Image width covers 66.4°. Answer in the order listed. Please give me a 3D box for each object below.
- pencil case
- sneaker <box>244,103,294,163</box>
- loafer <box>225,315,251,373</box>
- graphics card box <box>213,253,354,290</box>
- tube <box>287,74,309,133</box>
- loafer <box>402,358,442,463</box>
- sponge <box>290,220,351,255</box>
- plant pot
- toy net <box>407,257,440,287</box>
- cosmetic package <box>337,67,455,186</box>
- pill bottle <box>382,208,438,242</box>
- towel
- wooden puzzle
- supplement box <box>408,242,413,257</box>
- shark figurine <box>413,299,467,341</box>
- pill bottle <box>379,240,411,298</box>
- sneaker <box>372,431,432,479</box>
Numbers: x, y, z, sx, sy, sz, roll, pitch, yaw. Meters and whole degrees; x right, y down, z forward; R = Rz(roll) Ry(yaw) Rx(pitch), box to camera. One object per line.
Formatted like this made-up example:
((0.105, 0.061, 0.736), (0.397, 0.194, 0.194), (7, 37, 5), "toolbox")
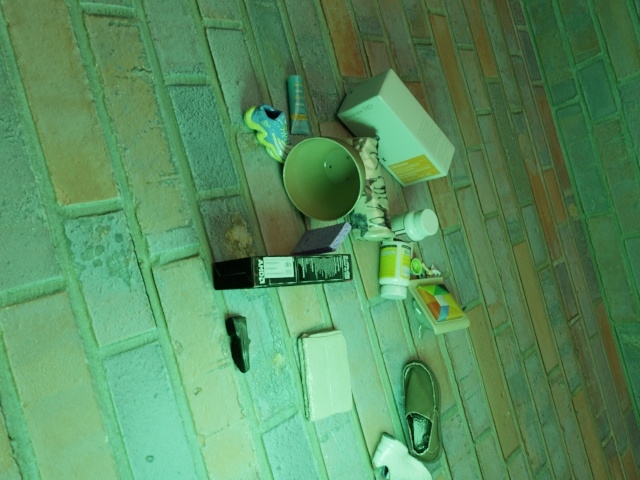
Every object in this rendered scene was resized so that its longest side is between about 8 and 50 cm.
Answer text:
((0.176, -0.186, 1.838), (0.183, 0.159, 0.411), (-5, 83, -37), "pencil case")
((-0.145, -0.356, 1.632), (0.240, 0.126, 0.091), (42, 57, -24), "sneaker")
((-0.230, 0.307, 1.456), (0.061, 0.062, 0.170), (-8, 86, -45), "loafer")
((-0.110, 0.096, 1.490), (0.370, 0.232, 0.094), (-2, 85, -39), "graphics card box")
((-0.084, -0.488, 1.770), (0.080, 0.052, 0.207), (-6, 90, -29), "tube")
((0.373, 0.615, 1.788), (0.130, 0.133, 0.366), (37, 41, -56), "loafer")
((0.000, 0.000, 1.617), (0.031, 0.210, 0.117), (50, 54, -22), "sponge")
((0.040, -0.229, 1.685), (0.284, 0.284, 0.191), (64, 32, -9), "plant pot")
((0.444, 0.148, 2.059), (0.232, 0.045, 0.122), (11, 73, -38), "toy net")
((0.308, -0.431, 1.947), (0.453, 0.230, 0.162), (41, 58, -28), "cosmetic package")
((0.339, -0.051, 1.901), (0.121, 0.221, 0.121), (10, 74, -38), "pill bottle")
((0.015, 0.446, 1.636), (0.187, 0.049, 0.283), (0, 81, -38), "towel")
((0.484, 0.253, 1.977), (0.220, 0.044, 0.239), (-2, 55, -38), "wooden puzzle")
((0.343, 0.026, 1.992), (0.036, 0.062, 0.099), (24, 65, -35), "supplement box")
((0.502, 0.335, 2.025), (0.278, 0.116, 0.167), (9, 76, -36), "shark figurine")
((0.287, 0.116, 1.888), (0.119, 0.119, 0.209), (19, 68, -35), "pill bottle")
((0.289, 0.816, 1.760), (0.297, 0.111, 0.129), (46, 72, -19), "sneaker")
